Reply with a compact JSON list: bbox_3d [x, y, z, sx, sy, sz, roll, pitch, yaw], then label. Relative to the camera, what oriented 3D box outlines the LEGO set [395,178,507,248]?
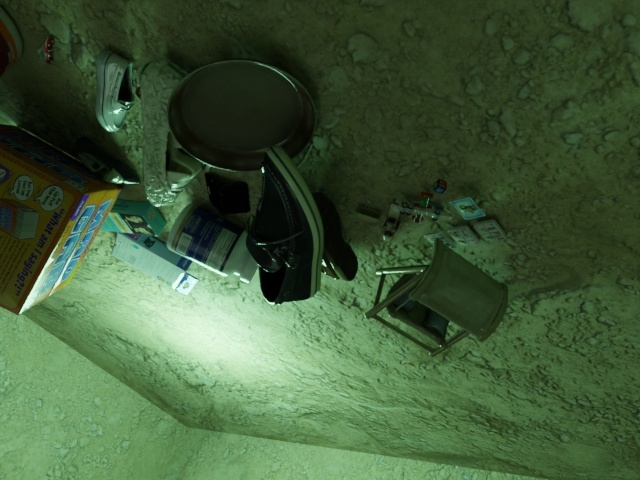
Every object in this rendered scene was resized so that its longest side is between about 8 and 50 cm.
[{"bbox_3d":[0.293,-0.065,1.217,0.182,0.060,0.244,-13,143,40],"label":"LEGO set"}]

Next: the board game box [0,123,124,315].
[{"bbox_3d":[-0.826,-0.076,1.439,0.356,0.356,0.356,30,-175,-9],"label":"board game box"}]

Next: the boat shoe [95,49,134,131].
[{"bbox_3d":[-0.483,-0.338,1.257,0.076,0.083,0.226,24,144,2],"label":"boat shoe"}]

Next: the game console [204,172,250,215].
[{"bbox_3d":[-0.257,-0.132,1.459,0.107,0.071,0.122,43,152,26],"label":"game console"}]

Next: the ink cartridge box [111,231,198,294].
[{"bbox_3d":[-0.575,0.071,1.864,0.311,0.065,0.186,34,144,-10],"label":"ink cartridge box"}]

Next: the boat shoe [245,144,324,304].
[{"bbox_3d":[-0.095,-0.006,1.268,0.187,0.156,0.500,55,159,34],"label":"boat shoe"}]

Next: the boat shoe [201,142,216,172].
[{"bbox_3d":[-0.276,-0.237,1.280,0.065,0.075,0.206,28,150,-7],"label":"boat shoe"}]

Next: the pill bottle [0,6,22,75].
[{"bbox_3d":[-0.877,-0.381,1.159,0.224,0.392,0.224,16,144,12],"label":"pill bottle"}]

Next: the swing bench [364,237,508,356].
[{"bbox_3d":[0.300,0.156,1.363,0.253,0.165,0.255,32,144,-21],"label":"swing bench"}]

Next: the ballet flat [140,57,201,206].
[{"bbox_3d":[-0.345,-0.220,1.240,0.147,0.147,0.409,19,136,6],"label":"ballet flat"}]

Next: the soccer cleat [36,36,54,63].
[{"bbox_3d":[-0.654,-0.454,1.253,0.036,0.029,0.083,29,149,-14],"label":"soccer cleat"}]

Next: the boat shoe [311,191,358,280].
[{"bbox_3d":[0.000,0.000,1.398,0.104,0.110,0.307,5,137,31],"label":"boat shoe"}]

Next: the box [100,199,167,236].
[{"bbox_3d":[-0.625,-0.076,1.700,0.244,0.060,0.100,6,141,24],"label":"box"}]

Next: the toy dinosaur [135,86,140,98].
[{"bbox_3d":[-0.403,-0.324,1.248,0.047,0.090,0.082,-17,162,24],"label":"toy dinosaur"}]

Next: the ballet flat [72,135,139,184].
[{"bbox_3d":[-0.619,-0.210,1.515,0.203,0.074,0.074,41,141,-24],"label":"ballet flat"}]

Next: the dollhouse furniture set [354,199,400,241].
[{"bbox_3d":[0.136,-0.067,1.271,0.114,0.091,0.081,19,129,12],"label":"dollhouse furniture set"}]

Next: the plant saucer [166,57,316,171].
[{"bbox_3d":[-0.164,-0.265,1.122,0.311,0.050,0.310,-3,145,-2],"label":"plant saucer"}]

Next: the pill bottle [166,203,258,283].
[{"bbox_3d":[-0.299,0.014,1.551,0.265,0.153,0.153,27,145,-5],"label":"pill bottle"}]
